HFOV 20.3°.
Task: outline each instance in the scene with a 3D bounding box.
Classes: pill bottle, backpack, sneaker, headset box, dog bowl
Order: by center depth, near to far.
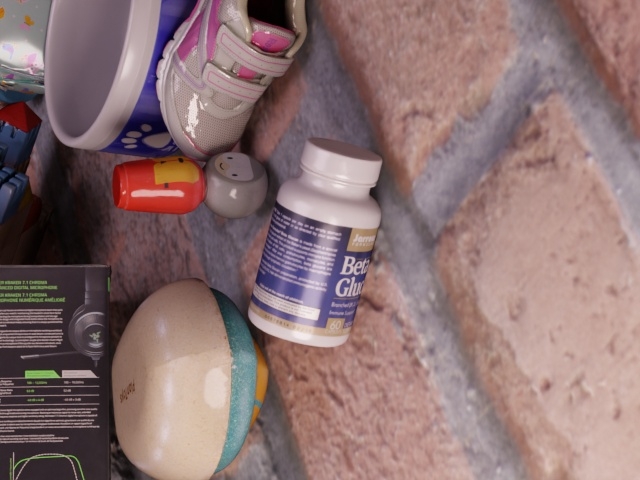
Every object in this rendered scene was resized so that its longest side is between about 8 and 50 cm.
[{"bbox_3d":[0.000,0.000,1.563,0.094,0.094,0.169,33,113,53],"label":"pill bottle"},{"bbox_3d":[-0.078,-0.188,1.704,0.111,0.103,0.252,41,119,53],"label":"sneaker"},{"bbox_3d":[-0.283,0.164,1.851,0.246,0.131,0.283,120,149,-76],"label":"headset box"},{"bbox_3d":[-0.195,-0.220,1.858,0.265,0.104,0.265,-27,59,59],"label":"dog bowl"},{"bbox_3d":[-0.349,-0.251,2.013,0.144,0.188,0.165,-151,68,-80],"label":"backpack"}]

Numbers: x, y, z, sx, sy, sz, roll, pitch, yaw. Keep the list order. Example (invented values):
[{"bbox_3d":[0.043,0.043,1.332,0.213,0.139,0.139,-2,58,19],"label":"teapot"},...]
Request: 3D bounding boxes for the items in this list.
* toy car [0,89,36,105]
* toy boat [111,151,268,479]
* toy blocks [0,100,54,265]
[{"bbox_3d":[-0.482,-0.278,2.204,0.219,0.238,0.210,19,101,55],"label":"toy car"},{"bbox_3d":[-0.113,0.070,1.685,0.267,0.148,0.318,148,119,-69],"label":"toy boat"},{"bbox_3d":[-0.405,-0.002,2.015,0.261,0.191,0.381,-66,-6,25],"label":"toy blocks"}]
